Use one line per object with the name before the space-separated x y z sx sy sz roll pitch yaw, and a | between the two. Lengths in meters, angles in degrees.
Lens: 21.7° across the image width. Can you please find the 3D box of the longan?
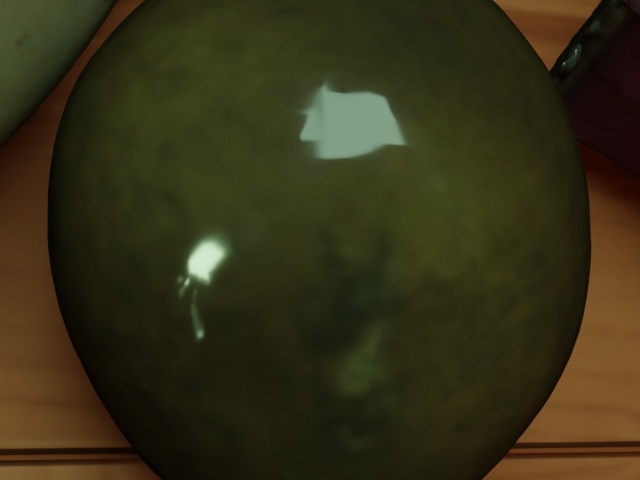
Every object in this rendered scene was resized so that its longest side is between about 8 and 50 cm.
longan | 0.000 0.000 0.517 0.167 0.167 0.187 0 87 -15

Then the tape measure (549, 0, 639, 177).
tape measure | 0.228 -0.062 0.604 0.231 0.149 0.245 37 65 3

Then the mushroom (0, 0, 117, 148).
mushroom | -0.100 -0.162 0.572 0.154 0.137 0.407 35 57 -13
